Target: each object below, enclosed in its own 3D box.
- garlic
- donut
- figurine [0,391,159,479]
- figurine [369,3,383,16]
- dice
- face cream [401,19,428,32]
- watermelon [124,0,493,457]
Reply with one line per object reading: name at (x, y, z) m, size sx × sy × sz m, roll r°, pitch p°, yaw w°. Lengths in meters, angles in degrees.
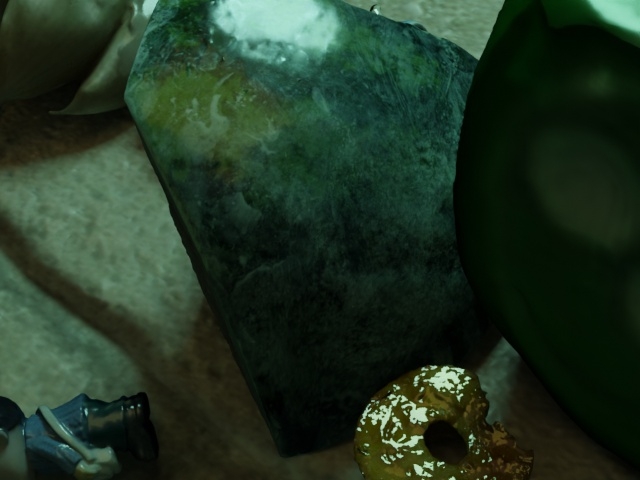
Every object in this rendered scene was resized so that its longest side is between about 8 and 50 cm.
garlic at (-0.206, -0.207, 1.143) m, size 0.292 × 0.210 × 0.237 m, roll -33°, pitch 84°, yaw -26°
donut at (0.070, 0.129, 0.813) m, size 0.097 × 0.043 × 0.108 m, roll -19°, pitch 47°, yaw -8°
figurine at (-0.177, 0.124, 0.843) m, size 0.149 × 0.087 × 0.086 m, roll -13°, pitch 8°, yaw -3°
figurine at (0.056, -0.131, 1.054) m, size 0.047 × 0.064 × 0.109 m, roll -12°, pitch 59°, yaw -23°
dice at (0.269, -0.040, 0.764) m, size 0.300 × 0.297 × 0.287 m, roll 27°, pitch 55°, yaw 32°
face cream at (-0.031, -0.115, 1.022) m, size 0.229 × 0.075 × 0.075 m, roll -2°, pitch 45°, yaw 28°
watermelon at (0.000, 0.000, 0.913) m, size 0.319 × 0.213 × 0.290 m, roll 12°, pitch 77°, yaw -30°
